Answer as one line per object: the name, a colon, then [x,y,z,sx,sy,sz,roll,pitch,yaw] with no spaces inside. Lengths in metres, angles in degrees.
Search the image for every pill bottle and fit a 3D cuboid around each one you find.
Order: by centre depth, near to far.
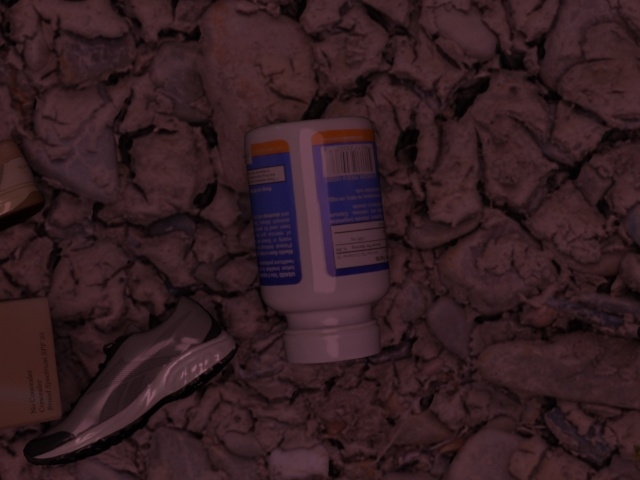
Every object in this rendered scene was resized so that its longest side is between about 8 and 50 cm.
pill bottle: [0.000,0.000,1.487,0.152,0.152,0.272,-6,91,-6]

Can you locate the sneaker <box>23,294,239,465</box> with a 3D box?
sneaker: [-0.230,0.168,1.499,0.271,0.100,0.108,-35,83,-10]

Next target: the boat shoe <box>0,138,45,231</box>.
boat shoe: [-0.469,-0.023,1.462,0.302,0.109,0.098,-24,87,-11]

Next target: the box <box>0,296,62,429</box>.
box: [-0.448,0.148,1.380,0.311,0.121,0.148,-8,90,-39]
